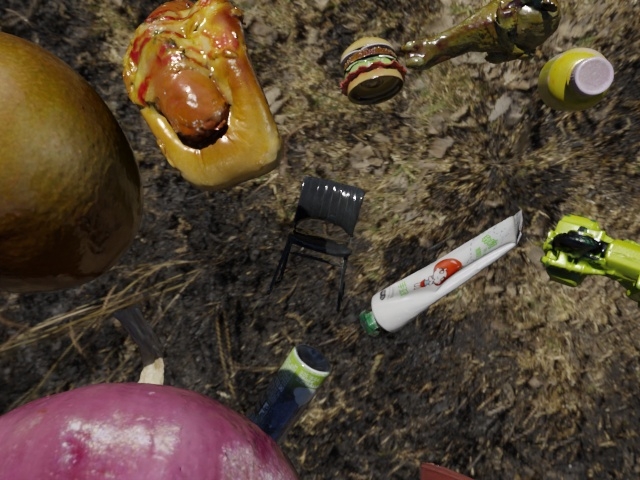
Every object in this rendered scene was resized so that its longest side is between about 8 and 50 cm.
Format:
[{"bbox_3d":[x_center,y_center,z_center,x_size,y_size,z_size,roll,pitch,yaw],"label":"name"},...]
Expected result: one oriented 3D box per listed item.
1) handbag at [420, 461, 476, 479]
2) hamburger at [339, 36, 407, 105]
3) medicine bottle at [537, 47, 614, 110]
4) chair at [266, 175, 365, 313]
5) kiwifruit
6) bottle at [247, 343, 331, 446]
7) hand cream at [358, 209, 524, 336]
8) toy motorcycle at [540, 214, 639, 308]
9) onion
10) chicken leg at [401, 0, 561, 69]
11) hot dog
[{"bbox_3d":[0.243,0.430,0.775,0.275,0.084,0.260,13,130,36],"label":"handbag"},{"bbox_3d":[0.129,-0.437,1.523,0.175,0.175,0.137,-14,76,18],"label":"hamburger"},{"bbox_3d":[0.506,-0.314,1.177,0.121,0.212,0.122,2,102,8],"label":"medicine bottle"},{"bbox_3d":[0.000,0.000,1.110,0.140,0.145,0.221,15,97,1],"label":"chair"},{"bbox_3d":[-0.253,-0.054,0.507,0.195,0.234,0.196,-9,53,12],"label":"kiwifruit"},{"bbox_3d":[-0.098,0.370,1.271,0.093,0.093,0.330,36,109,10],"label":"bottle"},{"bbox_3d":[0.208,0.063,1.039,0.336,0.121,0.076,-37,101,24],"label":"hand cream"},{"bbox_3d":[0.610,0.055,1.174,0.342,0.206,0.142,20,74,15],"label":"toy motorcycle"},{"bbox_3d":[-0.160,0.269,0.539,0.358,0.345,0.359,14,126,20],"label":"onion"},{"bbox_3d":[0.393,-0.491,1.460,0.360,0.211,0.140,-15,70,23],"label":"chicken leg"},{"bbox_3d":[-0.137,-0.188,0.690,0.150,0.153,0.257,-25,51,4],"label":"hot dog"}]
